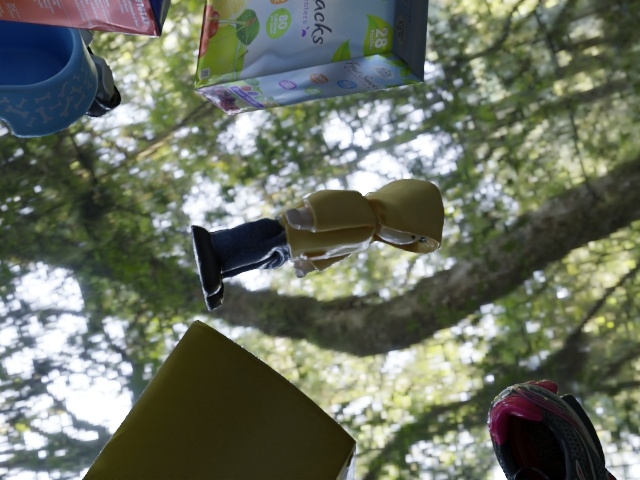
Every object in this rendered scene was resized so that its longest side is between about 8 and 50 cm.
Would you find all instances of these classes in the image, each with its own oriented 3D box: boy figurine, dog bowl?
[{"bbox_3d":[0.000,0.000,1.324,0.285,0.177,0.092,-12,-111,-9],"label":"boy figurine"},{"bbox_3d":[-0.416,-0.209,1.396,0.297,0.074,0.166,-1,-121,-8],"label":"dog bowl"}]

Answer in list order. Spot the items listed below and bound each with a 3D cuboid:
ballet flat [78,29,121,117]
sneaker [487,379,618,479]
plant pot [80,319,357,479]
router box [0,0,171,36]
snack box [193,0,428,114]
[{"bbox_3d":[-0.325,-0.251,1.589,0.074,0.074,0.203,-63,-38,-39],"label":"ballet flat"},{"bbox_3d":[0.249,0.276,1.130,0.299,0.121,0.112,57,-163,16],"label":"sneaker"},{"bbox_3d":[-0.080,0.240,1.101,0.212,0.187,0.212,92,-156,-48],"label":"plant pot"},{"bbox_3d":[-0.279,-0.385,1.239,0.082,0.301,0.335,82,-161,-64],"label":"router box"},{"bbox_3d":[-0.006,-0.217,1.070,0.070,0.207,0.174,32,-123,-55],"label":"snack box"}]
